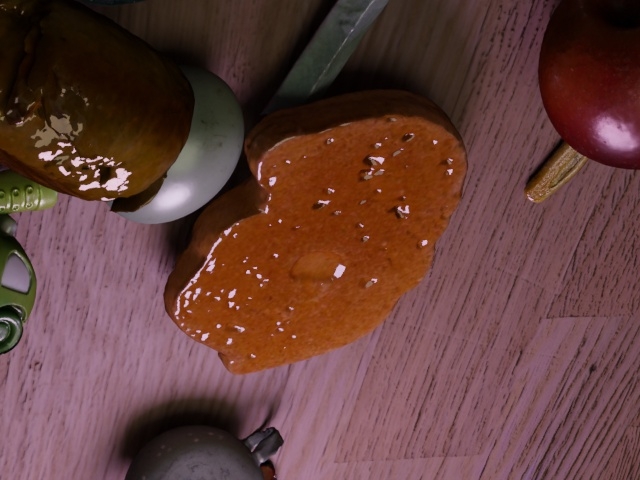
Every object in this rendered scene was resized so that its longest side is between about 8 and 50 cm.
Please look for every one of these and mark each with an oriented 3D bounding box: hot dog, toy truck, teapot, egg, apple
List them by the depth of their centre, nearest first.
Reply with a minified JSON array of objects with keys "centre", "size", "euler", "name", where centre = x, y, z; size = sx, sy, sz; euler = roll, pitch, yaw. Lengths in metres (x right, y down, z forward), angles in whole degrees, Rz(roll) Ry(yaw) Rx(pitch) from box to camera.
[{"centre":[-0.166,-0.103,1.621],"size":[0.149,0.149,0.192],"euler":[27,115,-38],"name":"egg"},{"centre":[-0.392,0.006,1.628],"size":[0.187,0.148,0.211],"euler":[5,112,-40],"name":"toy truck"},{"centre":[0.361,-0.195,1.729],"size":[0.218,0.218,0.201],"euler":[-20,135,-7],"name":"apple"},{"centre":[0.315,-0.101,1.916],"size":[0.044,0.028,0.137],"euler":[33,110,-12],"name":"hot dog"},{"centre":[-0.170,0.342,1.994],"size":[0.294,0.129,0.193],"euler":[-36,98,-20],"name":"teapot"}]

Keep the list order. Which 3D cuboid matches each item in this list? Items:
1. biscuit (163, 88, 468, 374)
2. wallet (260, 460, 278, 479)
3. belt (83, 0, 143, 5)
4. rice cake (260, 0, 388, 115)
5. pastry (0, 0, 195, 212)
[{"centre":[0.000,-0.001,1.810],"size":[0.349,0.078,0.455],"euler":[9,130,-34],"name":"biscuit"},{"centre":[-0.116,0.419,2.170],"size":[0.137,0.031,0.255],"euler":[-14,132,-12],"name":"wallet"},{"centre":[-0.176,-0.309,1.374],"size":[0.206,0.267,0.116],"euler":[17,134,16],"name":"belt"},{"centre":[0.033,-0.242,1.666],"size":[0.290,0.051,0.081],"euler":[-53,162,24],"name":"rice cake"},{"centre":[-0.281,-0.149,1.411],"size":[0.356,0.356,0.164],"euler":[26,87,-37],"name":"pastry"}]
